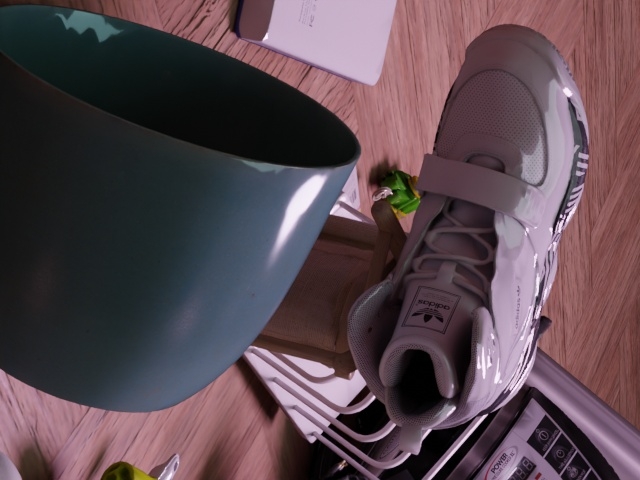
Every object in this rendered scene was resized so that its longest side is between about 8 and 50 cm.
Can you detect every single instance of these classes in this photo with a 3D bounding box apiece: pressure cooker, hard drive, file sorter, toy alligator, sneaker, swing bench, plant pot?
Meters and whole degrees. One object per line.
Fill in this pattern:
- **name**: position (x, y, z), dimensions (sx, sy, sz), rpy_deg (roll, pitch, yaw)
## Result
- **pressure cooker**: position (0.200, 0.312, 2.145), dimensions (0.375, 0.420, 0.370), rpy_deg (-50, 179, 29)
- **hard drive**: position (0.011, -0.291, 1.819), dimensions (0.319, 0.040, 0.210), rpy_deg (8, 95, -68)
- **file sorter**: position (0.052, 0.120, 1.848), dimensions (0.193, 0.173, 0.277), rpy_deg (-47, 141, -13)
- **toy alligator**: position (0.096, -0.066, 2.143), dimensions (0.051, 0.056, 0.190), rpy_deg (63, 17, 16)
- **sneaker**: position (0.128, 0.006, 1.460), dimensions (0.210, 0.137, 0.365), rpy_deg (-33, 134, -63)
- **swing bench**: position (-0.027, 0.034, 1.624), dimensions (0.255, 0.253, 0.165), rpy_deg (24, 80, -67)
- **plant pot**: position (-0.148, -0.014, 1.289), dimensions (0.293, 0.293, 0.235), rpy_deg (-21, 136, -64)

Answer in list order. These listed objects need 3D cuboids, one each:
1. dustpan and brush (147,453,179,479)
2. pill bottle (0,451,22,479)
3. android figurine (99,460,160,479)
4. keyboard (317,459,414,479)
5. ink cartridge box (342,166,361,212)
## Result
- **dustpan and brush**: position (-0.201, 0.277, 1.589), dimensions (0.147, 0.060, 0.211), rpy_deg (77, 34, -48)
- **pill bottle**: position (-0.275, 0.227, 1.307), dimensions (0.208, 0.118, 0.117), rpy_deg (80, 31, -43)
- **android figurine**: position (-0.198, 0.326, 1.522), dimensions (0.273, 0.056, 0.248), rpy_deg (41, 69, -44)
- **keyboard**: position (-0.034, 0.333, 1.814), dimensions (0.317, 0.033, 0.201), rpy_deg (-27, 140, -12)
- **ink cartridge box**: position (0.000, 0.000, 1.924), dimensions (0.104, 0.062, 0.181), rpy_deg (-55, 149, -40)
